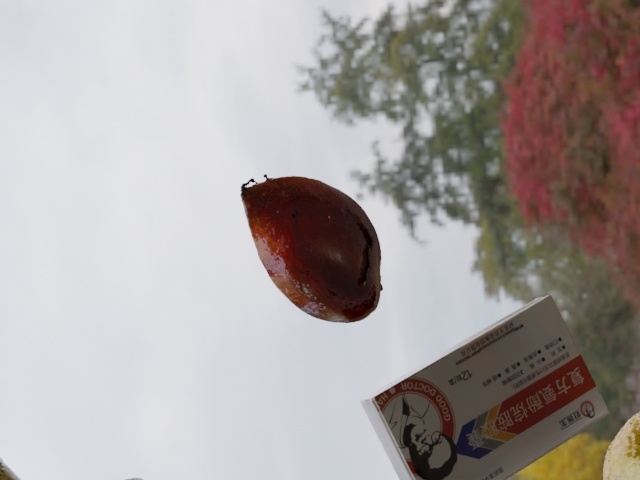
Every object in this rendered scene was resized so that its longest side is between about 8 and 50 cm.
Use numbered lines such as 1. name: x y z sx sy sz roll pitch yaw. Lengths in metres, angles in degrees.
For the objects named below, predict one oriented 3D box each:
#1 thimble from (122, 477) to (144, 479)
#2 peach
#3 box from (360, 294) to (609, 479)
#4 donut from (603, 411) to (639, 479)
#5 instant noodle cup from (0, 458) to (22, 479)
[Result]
1. thimble: -0.313 0.471 2.183 0.130 0.118 0.090 63 166 -10
2. peach: 0.003 0.000 1.851 0.279 0.068 0.189 37 -120 -26
3. box: 0.258 0.257 2.014 0.214 0.353 0.069 63 160 -1
4. donut: 0.293 0.178 1.033 0.181 0.146 0.078 -33 -67 -26
5. instant noodle cup: -0.491 0.493 1.895 0.266 0.340 0.340 46 178 23
